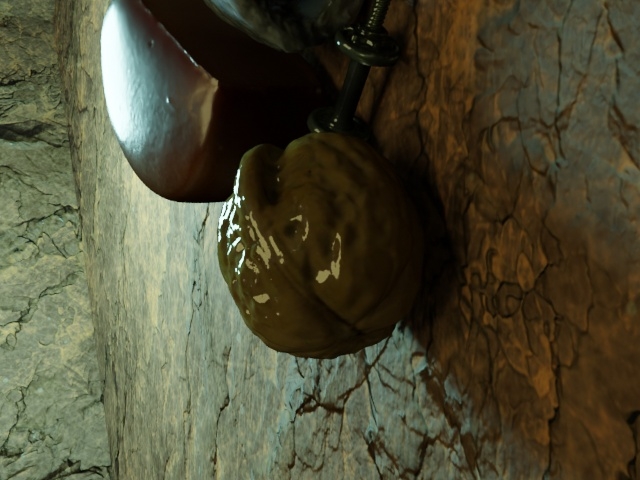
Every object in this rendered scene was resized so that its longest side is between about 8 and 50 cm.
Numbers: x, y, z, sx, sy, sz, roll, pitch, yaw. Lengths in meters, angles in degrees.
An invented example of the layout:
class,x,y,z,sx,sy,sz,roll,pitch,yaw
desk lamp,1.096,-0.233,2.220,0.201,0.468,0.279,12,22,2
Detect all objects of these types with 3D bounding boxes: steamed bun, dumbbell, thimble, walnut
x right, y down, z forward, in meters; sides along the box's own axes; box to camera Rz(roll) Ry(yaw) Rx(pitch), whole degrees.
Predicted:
class,x,y,z,sx,sy,sz,roll,pitch,yaw
steamed bun,-0.166,-0.195,1.200,0.379,0.235,0.248,49,132,36
dumbbell,0.038,-0.180,0.984,0.081,0.082,0.254,-118,37,-45
thimble,-0.054,-0.358,1.023,0.157,0.217,0.245,43,152,58
walnut,0.000,0.000,0.916,0.224,0.257,0.257,-34,52,22
